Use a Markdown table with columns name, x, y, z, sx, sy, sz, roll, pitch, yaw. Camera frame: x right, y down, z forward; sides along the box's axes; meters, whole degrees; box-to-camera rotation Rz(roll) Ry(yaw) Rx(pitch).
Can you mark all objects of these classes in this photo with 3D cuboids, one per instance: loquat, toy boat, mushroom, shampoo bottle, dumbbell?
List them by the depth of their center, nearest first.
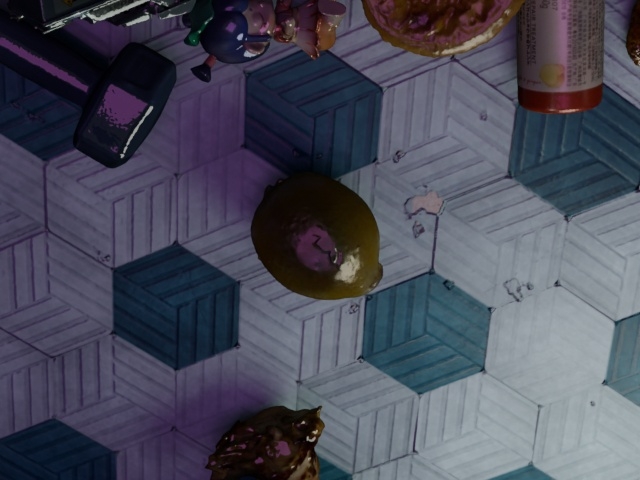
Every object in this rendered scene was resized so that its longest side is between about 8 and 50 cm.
| name | x | y | z | sx | sy | sz | roll | pitch | yaw |
| --- | --- | --- | --- | --- | --- | --- | --- | --- | --- |
| toy boat | -0.210 | -0.311 | 1.256 | 0.296 | 0.114 | 0.122 | -27 | 126 | -25 |
| shampoo bottle | 0.285 | -0.297 | 1.309 | 0.104 | 0.104 | 0.278 | -4 | 112 | 2 |
| dumbbell | -0.342 | -0.222 | 1.324 | 0.325 | 0.144 | 0.160 | 30 | 107 | -10 |
| loquat | 0.000 | 0.000 | 1.414 | 0.195 | 0.152 | 0.152 | 45 | 106 | -7 |
| mushroom | -0.054 | 0.462 | 1.582 | 0.331 | 0.356 | 0.334 | -27 | 147 | 9 |

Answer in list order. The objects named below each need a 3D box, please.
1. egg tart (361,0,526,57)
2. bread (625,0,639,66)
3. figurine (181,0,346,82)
| name | x | y | z | sx | sy | sz | roll | pitch | yaw |
| --- | --- | --- | --- | --- | --- | --- | --- | --- | --- |
| egg tart | 0.138 | -0.324 | 1.276 | 0.203 | 0.147 | 0.202 | 1 | 111 | 2 |
| bread | 0.474 | -0.253 | 1.350 | 0.193 | 0.064 | 0.193 | 1 | 115 | 2 |
| figurine | -0.071 | -0.256 | 1.322 | 0.195 | 0.111 | 0.102 | 2 | 143 | -5 |
